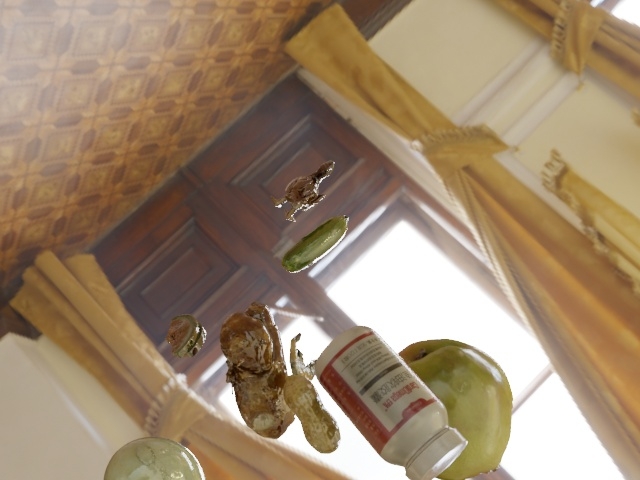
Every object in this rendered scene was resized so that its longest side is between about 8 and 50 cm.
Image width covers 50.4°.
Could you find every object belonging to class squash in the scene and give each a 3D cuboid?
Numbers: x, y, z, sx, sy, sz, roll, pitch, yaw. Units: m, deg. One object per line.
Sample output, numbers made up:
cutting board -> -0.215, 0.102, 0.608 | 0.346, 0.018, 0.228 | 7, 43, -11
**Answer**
squash -> 0.000, 0.000, 1.627 | 0.252, 0.066, 0.066 | -40, 164, -38

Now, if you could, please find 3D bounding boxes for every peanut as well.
peanut -> -0.024, 0.453, 1.789 | 0.098, 0.229, 0.103 | -20, 165, -43

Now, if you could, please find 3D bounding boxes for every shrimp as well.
shrimp -> -0.047, 0.348, 2.015 | 0.051, 0.150, 0.217 | -20, 176, 16

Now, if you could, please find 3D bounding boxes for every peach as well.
peach -> 0.286, 0.390, 1.575 | 0.315, 0.315, 0.281 | -10, 178, 16

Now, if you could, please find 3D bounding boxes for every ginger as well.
ginger -> -0.194, 0.395, 2.017 | 0.176, 0.417, 0.254 | -10, 178, 19

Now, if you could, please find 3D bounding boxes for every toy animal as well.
toy animal -> -0.032, -0.126, 1.676 | 0.179, 0.089, 0.188 | -41, -167, 10

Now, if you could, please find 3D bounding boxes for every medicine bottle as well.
medicine bottle -> 0.108, 0.260, 1.086 | 0.131, 0.250, 0.131 | -32, 149, -22

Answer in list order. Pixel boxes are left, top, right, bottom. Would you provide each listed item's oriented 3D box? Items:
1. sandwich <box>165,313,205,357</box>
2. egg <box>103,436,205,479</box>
sandwich -> -0.238, 0.163, 1.192 | 0.067, 0.029, 0.135 | -34, -153, -12
egg -> -0.327, 0.494, 1.356 | 0.187, 0.187, 0.253 | -40, 139, -21
